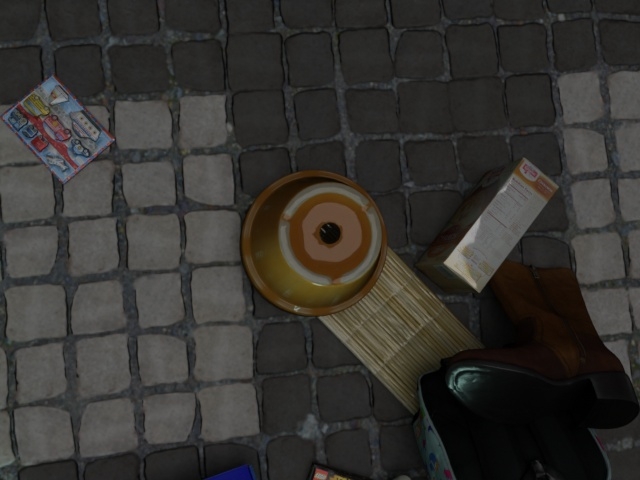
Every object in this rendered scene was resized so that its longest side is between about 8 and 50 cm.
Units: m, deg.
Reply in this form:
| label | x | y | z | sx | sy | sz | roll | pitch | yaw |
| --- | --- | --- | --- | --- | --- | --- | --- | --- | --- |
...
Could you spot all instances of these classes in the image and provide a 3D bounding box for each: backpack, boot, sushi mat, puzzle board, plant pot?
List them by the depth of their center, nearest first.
| label | x | y | z | sx | sy | sz | roll | pitch | yaw |
| --- | --- | --- | --- | --- | --- | --- | --- | --- | --- |
| plant pot | 0.000 | 0.000 | 1.029 | 0.205 | 0.188 | 0.205 | 1 | 86 | -8 |
| backpack | 0.249 | 0.291 | 1.033 | 0.225 | 0.253 | 0.191 | -8 | 124 | -10 |
| boot | 0.266 | 0.107 | 1.046 | 0.264 | 0.280 | 0.096 | 5 | 129 | -11 |
| puzzle board | -0.367 | -0.157 | 1.093 | 0.096 | 0.011 | 0.128 | -43 | 94 | -9 |
| sushi mat | 0.084 | 0.096 | 1.140 | 0.151 | 0.019 | 0.316 | -45 | 93 | -8 |

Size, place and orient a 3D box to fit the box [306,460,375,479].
| label | x | y | z | sx | sy | sz | roll | pitch | yaw |
| --- | --- | --- | --- | --- | --- | --- | --- | --- | --- |
| box | 0.039 | 0.380 | 1.110 | 0.137 | 0.027 | 0.094 | 20 | 85 | -7 |

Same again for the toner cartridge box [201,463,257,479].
| label | x | y | z | sx | sy | sz | roll | pitch | yaw |
| --- | --- | --- | --- | --- | --- | --- | --- | --- | --- |
| toner cartridge box | -0.228 | 0.428 | 0.999 | 0.348 | 0.075 | 0.165 | -16 | 64 | -14 |

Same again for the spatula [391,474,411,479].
| label | x | y | z | sx | sy | sz | roll | pitch | yaw |
| --- | --- | --- | --- | --- | --- | --- | --- | --- | --- |
| spatula | 0.056 | 0.438 | 1.037 | 0.242 | 0.019 | 0.168 | -33 | 53 | -6 |

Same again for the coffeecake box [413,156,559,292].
| label | x | y | z | sx | sy | sz | roll | pitch | yaw |
| --- | --- | --- | --- | --- | --- | --- | --- | --- | --- |
| coffeecake box | 0.230 | -0.017 | 1.106 | 0.068 | 0.142 | 0.185 | 40 | 81 | -5 |
